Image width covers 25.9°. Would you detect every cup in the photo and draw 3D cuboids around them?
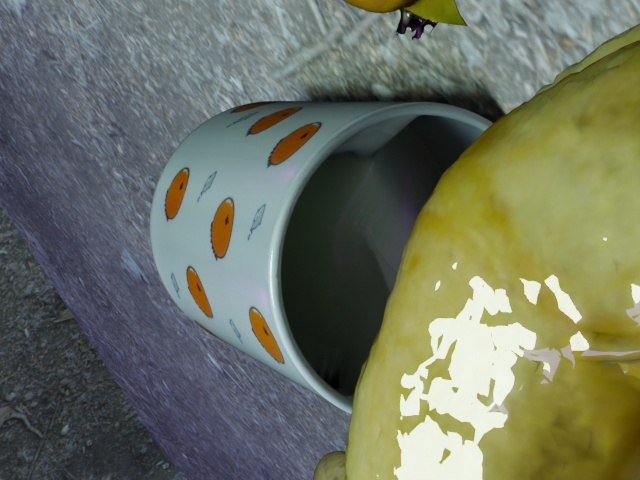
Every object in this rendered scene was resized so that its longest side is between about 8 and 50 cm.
[{"bbox_3d":[0.000,0.000,1.040,0.212,0.212,0.317,56,163,-20],"label":"cup"}]

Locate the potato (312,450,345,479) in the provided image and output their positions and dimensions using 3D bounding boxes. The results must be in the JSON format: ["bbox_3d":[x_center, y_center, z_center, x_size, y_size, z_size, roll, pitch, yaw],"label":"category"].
[{"bbox_3d":[0.072,0.366,1.840,0.234,0.128,0.161,19,130,68],"label":"potato"}]

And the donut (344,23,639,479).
[{"bbox_3d":[0.190,0.117,0.539,0.198,0.449,0.449,5,-155,-48],"label":"donut"}]

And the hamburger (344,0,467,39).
[{"bbox_3d":[0.030,-0.196,0.740,0.189,0.093,0.164,40,163,36],"label":"hamburger"}]
